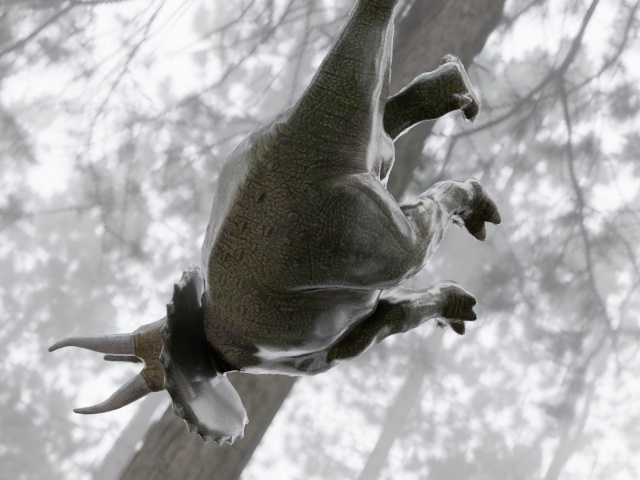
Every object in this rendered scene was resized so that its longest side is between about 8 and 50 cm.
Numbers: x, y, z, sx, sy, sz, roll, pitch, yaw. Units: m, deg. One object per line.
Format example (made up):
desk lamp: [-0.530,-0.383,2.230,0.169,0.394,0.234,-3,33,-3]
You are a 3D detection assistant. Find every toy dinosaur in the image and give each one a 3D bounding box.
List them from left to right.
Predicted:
toy dinosaur: [0.000,0.000,0.568,0.121,0.160,0.313,52,-39,17]
